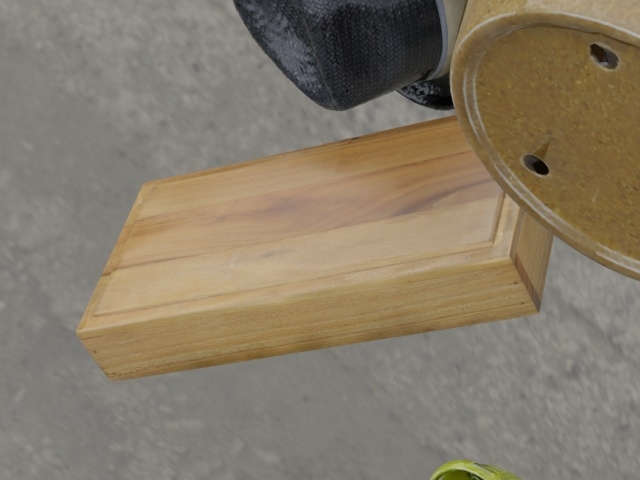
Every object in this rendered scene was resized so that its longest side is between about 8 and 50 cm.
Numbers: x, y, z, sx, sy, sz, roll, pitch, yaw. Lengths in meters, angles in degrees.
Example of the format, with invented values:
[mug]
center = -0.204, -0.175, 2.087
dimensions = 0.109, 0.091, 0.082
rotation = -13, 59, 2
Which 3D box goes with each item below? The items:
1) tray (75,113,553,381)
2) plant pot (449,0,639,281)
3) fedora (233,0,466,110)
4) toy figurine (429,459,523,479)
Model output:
[tray]
center = 0.000, 0.000, 1.474
dimensions = 0.411, 0.076, 0.203
rotation = -10, 39, 26
[plant pot]
center = 0.156, -0.114, 0.547
dimensions = 0.237, 0.237, 0.254
rotation = 27, 63, 24
[fedora]
center = 0.010, -0.244, 1.583
dimensions = 0.152, 0.334, 0.334
rotation = -33, 61, -22
[toy figurine]
center = 0.235, 0.297, 1.292
dimensions = 0.217, 0.191, 0.362
rotation = -27, 81, -32
